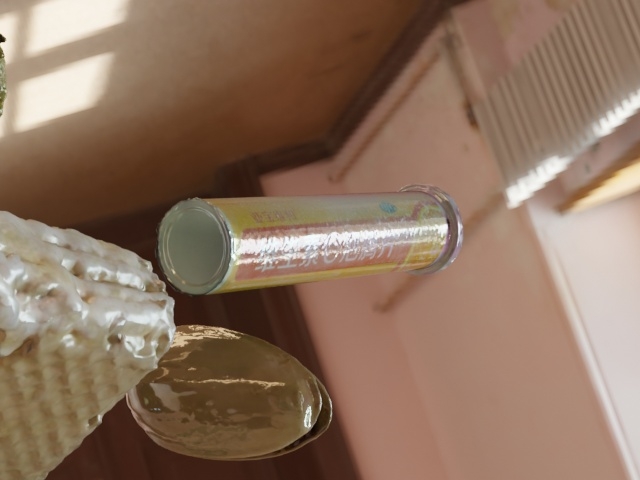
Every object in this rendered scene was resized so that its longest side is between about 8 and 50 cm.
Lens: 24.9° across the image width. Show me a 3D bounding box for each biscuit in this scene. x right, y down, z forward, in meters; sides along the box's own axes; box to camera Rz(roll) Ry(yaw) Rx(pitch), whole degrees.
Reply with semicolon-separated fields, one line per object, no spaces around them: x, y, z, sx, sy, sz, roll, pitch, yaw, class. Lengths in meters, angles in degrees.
-0.253;0.142;0.722;0.426;0.078;0.144;-44;145;22;biscuit

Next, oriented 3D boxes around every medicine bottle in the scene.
0.000;0.000;1.513;0.108;0.108;0.426;-27;168;33;medicine bottle

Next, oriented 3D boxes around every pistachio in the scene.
-0.093;0.152;1.420;0.206;0.131;0.129;5;178;10;pistachio

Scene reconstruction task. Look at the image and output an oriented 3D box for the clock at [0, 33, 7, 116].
-0.350;-0.097;1.154;0.237;0.057;0.237;-25;135;-28;clock
